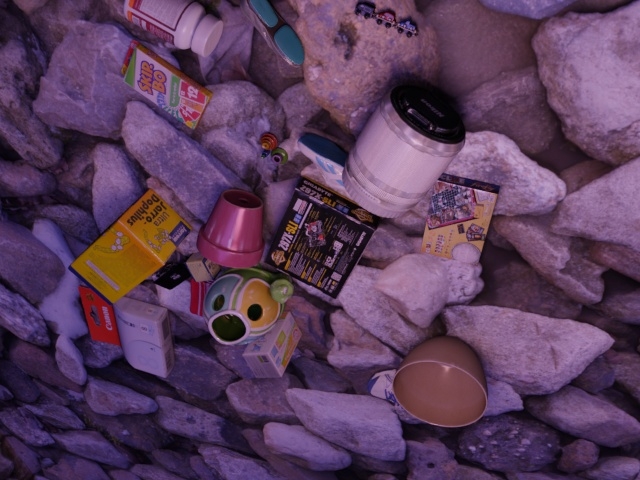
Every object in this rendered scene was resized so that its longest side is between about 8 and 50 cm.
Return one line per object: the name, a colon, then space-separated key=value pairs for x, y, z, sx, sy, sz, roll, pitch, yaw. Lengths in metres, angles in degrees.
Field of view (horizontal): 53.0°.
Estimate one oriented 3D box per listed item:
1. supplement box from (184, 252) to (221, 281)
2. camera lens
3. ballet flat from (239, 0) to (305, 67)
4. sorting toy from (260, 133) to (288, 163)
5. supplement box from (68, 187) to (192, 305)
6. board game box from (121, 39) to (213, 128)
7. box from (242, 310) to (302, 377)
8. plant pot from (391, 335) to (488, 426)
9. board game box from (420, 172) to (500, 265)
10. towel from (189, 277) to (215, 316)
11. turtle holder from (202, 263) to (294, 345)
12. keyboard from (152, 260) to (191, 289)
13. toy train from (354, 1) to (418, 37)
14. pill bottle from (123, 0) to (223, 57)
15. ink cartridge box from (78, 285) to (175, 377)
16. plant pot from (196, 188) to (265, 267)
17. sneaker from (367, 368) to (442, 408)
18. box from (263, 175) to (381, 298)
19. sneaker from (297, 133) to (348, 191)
supplement box: x=-0.391 y=0.087 z=2.133 sx=0.083 sy=0.056 sz=0.083 roll=-7 pitch=123 yaw=27
camera lens: x=0.197 y=-0.216 z=1.545 sx=0.219 sy=0.219 sz=0.274 roll=31 pitch=131 yaw=-3
ballet flat: x=-0.117 y=-0.511 z=1.562 sx=0.213 sy=0.072 sz=0.068 roll=52 pitch=155 yaw=-18
sorting toy: x=-0.137 y=-0.246 z=1.779 sx=0.061 sy=0.042 sz=0.102 roll=-18 pitch=117 yaw=33
supplement box: x=-0.622 y=0.026 z=2.092 sx=0.356 sy=0.194 sz=0.195 roll=-32 pitch=109 yaw=37
board game box: x=-0.432 y=-0.429 z=1.769 sx=0.259 sy=0.039 sz=0.124 roll=36 pitch=130 yaw=-3
box: x=-0.157 y=0.344 z=2.137 sx=0.103 sy=0.203 sz=0.114 roll=-8 pitch=124 yaw=28
plant pot: x=0.379 y=0.405 z=1.968 sx=0.284 sy=0.191 sz=0.284 roll=11 pitch=128 yaw=15
board game box: x=0.368 y=-0.054 z=1.716 sx=0.165 sy=0.042 sz=0.243 roll=15 pitch=130 yaw=11
towel: x=-0.328 y=0.232 z=2.238 sx=0.275 sy=0.031 sz=0.199 roll=20 pitch=132 yaw=7
turtle holder: x=-0.220 y=0.214 z=2.026 sx=0.320 sy=0.227 sz=0.243 roll=-1 pitch=115 yaw=15
keyboard: x=-0.508 y=0.108 z=2.224 sx=0.100 sy=0.038 sz=0.192 roll=30 pitch=135 yaw=-33
toy train: x=0.154 y=-0.507 z=1.468 sx=0.158 sy=0.027 sz=0.036 roll=25 pitch=120 yaw=4
pill bottle: x=-0.361 y=-0.550 z=1.586 sx=0.221 sy=0.121 sz=0.121 roll=29 pitch=131 yaw=-1
ink cartridge box: x=-0.760 y=0.351 z=2.471 sx=0.385 sy=0.091 sz=0.308 roll=12 pitch=129 yaw=12
plant pot: x=-0.252 y=-0.045 z=1.898 sx=0.201 sy=0.201 sz=0.180 roll=21 pitch=115 yaw=7
sneaker: x=0.283 y=0.510 z=2.131 sx=0.296 sy=0.131 sz=0.112 roll=-6 pitch=125 yaw=28
box: x=0.000 y=0.000 z=1.891 sx=0.257 sy=0.079 sz=0.322 roll=28 pitch=131 yaw=3
sneaker: x=0.030 y=-0.197 z=1.720 sx=0.229 sy=0.087 sz=0.092 roll=34 pitch=133 yaw=-3
